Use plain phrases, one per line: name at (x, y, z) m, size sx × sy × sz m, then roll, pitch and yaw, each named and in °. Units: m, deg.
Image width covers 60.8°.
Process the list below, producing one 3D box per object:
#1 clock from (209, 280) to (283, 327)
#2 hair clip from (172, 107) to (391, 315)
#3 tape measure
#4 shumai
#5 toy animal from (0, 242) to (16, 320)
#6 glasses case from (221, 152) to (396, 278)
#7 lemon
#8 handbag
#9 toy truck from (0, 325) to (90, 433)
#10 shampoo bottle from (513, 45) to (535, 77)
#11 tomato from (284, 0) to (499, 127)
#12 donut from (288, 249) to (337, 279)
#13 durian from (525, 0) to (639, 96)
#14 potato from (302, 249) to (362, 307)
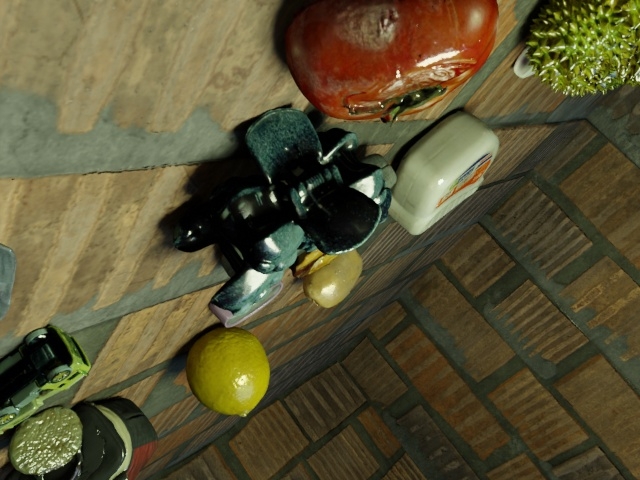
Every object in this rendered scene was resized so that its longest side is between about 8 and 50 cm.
clock at (-0.148, 0.118, 1.108) m, size 0.152 × 0.050 × 0.110 m, roll -33°, pitch 163°, yaw -20°
hair clip at (-0.036, -0.046, 0.722) m, size 0.310 × 0.195 × 0.206 m, roll -34°, pitch 175°, yaw -26°
tape measure at (0.261, -0.150, 1.171) m, size 0.258 × 0.130 × 0.265 m, roll -35°, pitch 158°, yaw -26°
shumai at (-0.480, 0.351, 0.942) m, size 0.087 × 0.099 × 0.123 m, roll -31°, pitch 171°, yaw 41°
toy animal at (-0.385, 0.097, 0.485) m, size 0.239 × 0.176 × 0.256 m, roll -32°, pitch 129°, yaw -35°
glasses case at (-0.017, -0.034, 0.915) m, size 0.323 × 0.074 × 0.131 m, roll -34°, pitch 178°, yaw -19°
lemon at (-0.198, 0.283, 1.179) m, size 0.178 × 0.203 × 0.178 m, roll -20°, pitch 159°, yaw -8°
handbag at (-0.455, 0.435, 1.052) m, size 0.254 × 0.181 × 0.181 m, roll -42°, pitch 166°, yaw 0°
toy truck at (-0.390, 0.194, 0.725) m, size 0.168 × 0.077 × 0.100 m, roll -39°, pitch 161°, yaw -8°
shampoo bottle at (0.445, -0.374, 1.115) m, size 0.099 × 0.043 × 0.072 m, roll -28°, pitch 158°, yaw -38°
tomato at (0.078, -0.179, 0.573) m, size 0.227 × 0.101 × 0.228 m, roll -10°, pitch 174°, yaw -1°
donut at (0.000, 0.000, 1.079) m, size 0.184 × 0.073 × 0.166 m, roll -26°, pitch 159°, yaw -42°
durian at (0.512, -0.383, 0.959) m, size 0.290 × 0.225 × 0.291 m, roll -3°, pitch 168°, yaw -1°
potato at (0.032, 0.081, 1.310) m, size 0.178 × 0.119 × 0.109 m, roll -47°, pitch -157°, yaw -23°
